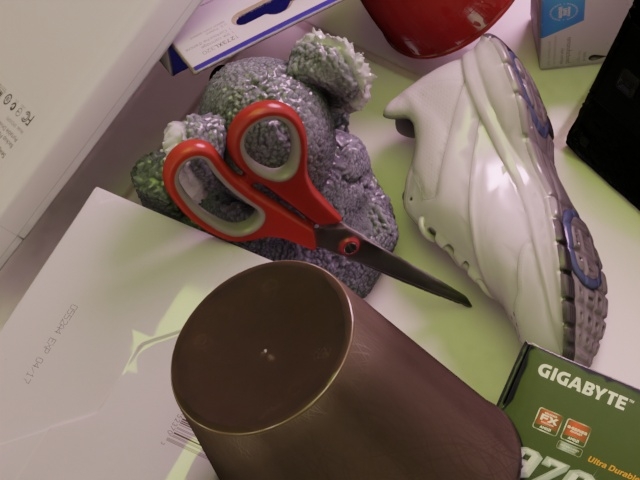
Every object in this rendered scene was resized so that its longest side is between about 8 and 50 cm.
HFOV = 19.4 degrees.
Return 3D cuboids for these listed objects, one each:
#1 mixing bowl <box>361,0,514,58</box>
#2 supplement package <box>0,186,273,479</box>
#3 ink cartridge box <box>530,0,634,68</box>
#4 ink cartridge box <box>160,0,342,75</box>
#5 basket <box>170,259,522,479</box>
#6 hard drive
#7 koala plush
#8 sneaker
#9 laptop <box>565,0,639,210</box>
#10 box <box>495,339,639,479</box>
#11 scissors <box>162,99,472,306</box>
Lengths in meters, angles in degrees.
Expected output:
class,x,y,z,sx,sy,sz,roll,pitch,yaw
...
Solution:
class,x,y,z,sx,sy,sz,roll,pitch,yaw
mixing bowl,0.085,-0.252,1.546,0.181,0.098,0.181,-25,51,36
supplement package,-0.134,0.132,1.376,0.204,0.145,0.262,23,66,17
ink cartridge box,0.267,-0.204,1.551,0.180,0.104,0.060,-7,60,2
ink cartridge box,-0.094,-0.244,1.565,0.175,0.069,0.371,-28,40,-11
basket,0.007,0.127,1.237,0.204,0.227,0.154,-39,47,-2
hard drive,-0.210,-0.171,1.495,0.353,0.047,0.233,-53,43,2
koala plush,-0.033,-0.063,1.432,0.196,0.221,0.203,-29,62,-11
sneaker,0.139,-0.015,1.474,0.129,0.111,0.297,-24,60,16
laptop,0.355,-0.117,1.449,0.136,0.264,0.234,-23,57,-39
box,0.213,0.195,1.328,0.220,0.051,0.175,23,83,12
scissors,0.000,0.000,1.394,0.109,0.297,0.021,-40,41,7
